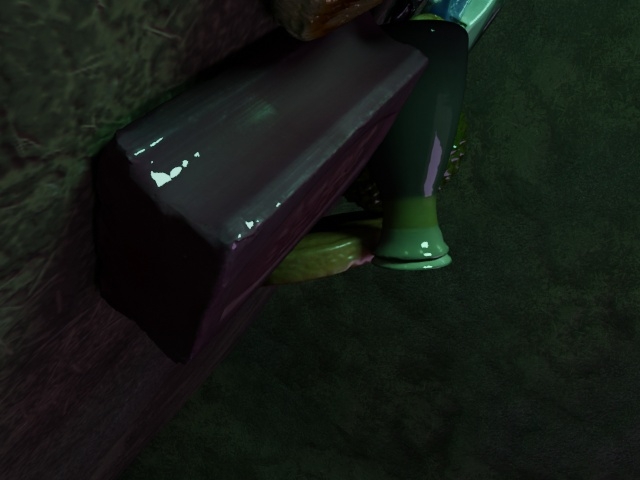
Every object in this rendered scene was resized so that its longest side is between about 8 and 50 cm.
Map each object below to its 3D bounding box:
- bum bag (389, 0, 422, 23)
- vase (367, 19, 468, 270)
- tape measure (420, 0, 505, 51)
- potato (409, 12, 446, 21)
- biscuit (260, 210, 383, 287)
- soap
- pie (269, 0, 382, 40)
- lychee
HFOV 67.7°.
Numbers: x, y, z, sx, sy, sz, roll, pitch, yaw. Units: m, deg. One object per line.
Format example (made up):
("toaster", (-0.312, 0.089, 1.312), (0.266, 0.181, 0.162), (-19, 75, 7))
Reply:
("bum bag", (0.152, -0.398, 0.775), (0.124, 0.034, 0.058), (-54, -173, 19))
("vase", (0.126, -0.125, 0.680), (0.173, 0.173, 0.322), (-43, 129, -76))
("tape measure", (0.344, -0.547, 1.144), (0.262, 0.138, 0.259), (-53, 179, 2))
("potato", (0.200, -0.426, 0.973), (0.096, 0.066, 0.103), (-9, -132, 58))
("biscuit", (0.000, -0.001, 0.931), (0.455, 0.349, 0.079), (-43, 126, -76))
("soap", (-0.050, -0.074, 0.493), (0.360, 0.128, 0.233), (-50, 176, -39))
("pie", (0.037, -0.233, 0.348), (0.179, 0.084, 0.205), (-54, -177, -6))
("lychee", (0.139, -0.186, 0.902), (0.270, 0.270, 0.320), (-54, 168, 26))
